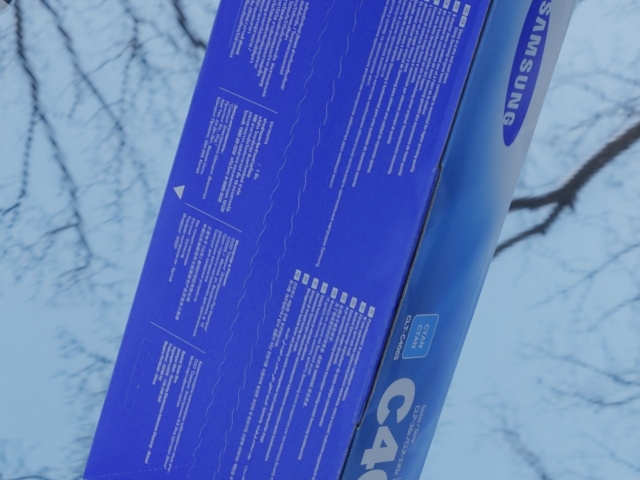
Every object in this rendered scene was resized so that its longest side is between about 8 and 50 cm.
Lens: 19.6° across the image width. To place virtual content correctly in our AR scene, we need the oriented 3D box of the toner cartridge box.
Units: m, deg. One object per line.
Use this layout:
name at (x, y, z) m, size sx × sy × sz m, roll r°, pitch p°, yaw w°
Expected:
toner cartridge box at (0.000, 0.000, 0.945) m, size 0.075 × 0.165 × 0.348 m, roll 2°, pitch -70°, yaw -52°

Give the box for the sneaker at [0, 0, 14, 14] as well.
sneaker at (-0.284, -0.127, 0.723) m, size 0.321 × 0.126 × 0.127 m, roll 26°, pitch -90°, yaw -1°
